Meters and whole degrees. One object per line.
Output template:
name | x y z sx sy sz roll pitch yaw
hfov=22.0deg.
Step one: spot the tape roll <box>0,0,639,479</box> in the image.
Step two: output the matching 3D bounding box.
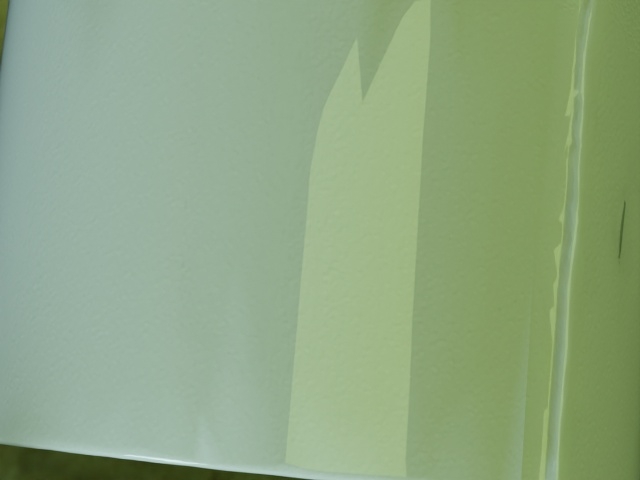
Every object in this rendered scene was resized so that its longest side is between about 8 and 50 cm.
tape roll | 0.000 0.000 0.596 0.246 0.246 0.169 8 82 -16
